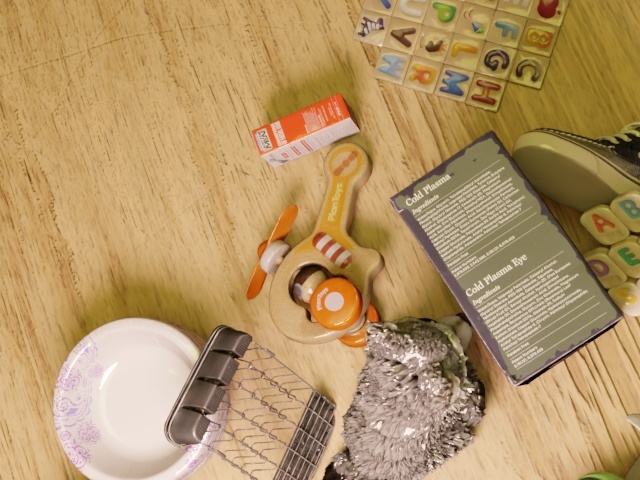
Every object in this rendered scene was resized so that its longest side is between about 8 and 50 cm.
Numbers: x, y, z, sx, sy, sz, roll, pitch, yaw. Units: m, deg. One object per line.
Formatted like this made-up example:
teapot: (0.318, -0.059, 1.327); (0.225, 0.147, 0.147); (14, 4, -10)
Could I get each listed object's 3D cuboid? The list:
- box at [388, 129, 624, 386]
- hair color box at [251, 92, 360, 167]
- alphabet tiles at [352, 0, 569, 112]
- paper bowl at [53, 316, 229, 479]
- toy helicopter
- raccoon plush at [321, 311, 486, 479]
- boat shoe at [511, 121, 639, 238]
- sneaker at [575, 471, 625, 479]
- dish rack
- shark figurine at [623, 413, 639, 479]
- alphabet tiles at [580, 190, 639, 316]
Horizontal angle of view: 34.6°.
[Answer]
box: (0.282, 0.040, 1.530); (0.179, 0.343, 0.312); (-35, 77, 7)
hair color box: (-0.024, -0.187, 1.762); (0.167, 0.093, 0.053); (-23, 77, 8)
alphabet tiles: (0.240, -0.384, 1.772); (0.343, 0.011, 0.285); (18, 86, 15)
paper bowl: (-0.290, 0.273, 1.730); (0.284, 0.148, 0.284); (-2, 81, 13)
toy helicopter: (0.000, 0.000, 1.733); (0.235, 0.140, 0.355); (7, 73, 23)
raccoon plush: (0.106, 0.307, 1.551); (0.216, 0.299, 0.446); (21, 88, 17)
boat shoe: (0.447, -0.123, 1.571); (0.341, 0.127, 0.158); (26, 65, -20)
sneaker: (0.296, 0.546, 1.502); (0.185, 0.202, 0.482); (33, 105, 27)
dish rack: (-0.097, 0.286, 1.648); (0.074, 0.271, 0.208); (-4, 53, 50)
shark figurine: (0.502, 0.374, 1.554); (0.166, 0.116, 0.278); (32, 88, 16)
alphabet tiles: (0.533, 0.030, 1.525); (0.278, 0.284, 0.021); (44, 50, -15)
